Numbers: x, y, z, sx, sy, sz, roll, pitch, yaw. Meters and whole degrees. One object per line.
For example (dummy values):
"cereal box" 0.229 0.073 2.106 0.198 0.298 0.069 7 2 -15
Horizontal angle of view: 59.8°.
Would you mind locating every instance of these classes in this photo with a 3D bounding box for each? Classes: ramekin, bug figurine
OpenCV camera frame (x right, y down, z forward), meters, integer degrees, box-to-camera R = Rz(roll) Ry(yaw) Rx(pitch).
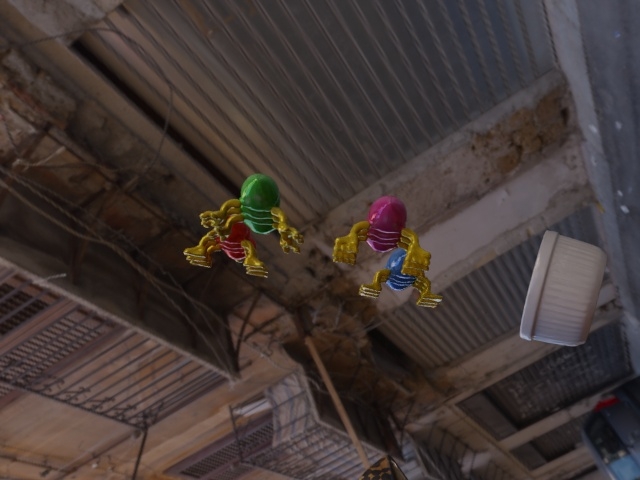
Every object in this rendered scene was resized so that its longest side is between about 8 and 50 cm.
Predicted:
"ramekin" 0.442 0.092 1.009 0.207 0.109 0.207 -40 -43 -52
"bug figurine" 0.000 0.000 0.572 0.216 0.279 0.072 102 179 -71

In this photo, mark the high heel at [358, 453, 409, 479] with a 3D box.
"high heel" 0.138 0.314 0.641 0.093 0.261 0.186 51 -144 -21
